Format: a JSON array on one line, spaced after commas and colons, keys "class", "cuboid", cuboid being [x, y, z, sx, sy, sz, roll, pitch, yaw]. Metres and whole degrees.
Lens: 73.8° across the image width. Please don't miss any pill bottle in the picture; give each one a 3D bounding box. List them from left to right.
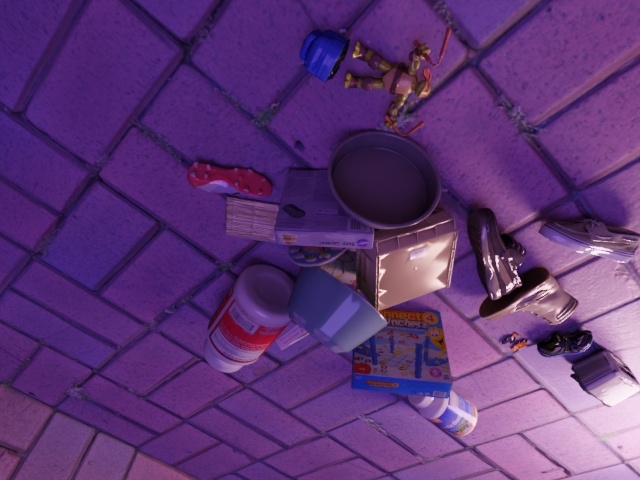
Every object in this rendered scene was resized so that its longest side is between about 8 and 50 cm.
[{"class": "pill bottle", "cuboid": [-0.258, 0.289, 1.495, 0.229, 0.228, 0.407, 28, 126, -14]}, {"class": "pill bottle", "cuboid": [0.494, 0.675, 1.743, 0.272, 0.152, 0.152, 34, 124, -18]}]

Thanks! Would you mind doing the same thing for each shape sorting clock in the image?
[{"class": "shape sorting clock", "cuboid": [0.000, 0.000, 1.230, 0.207, 0.206, 0.040, -10, 128, 14]}]

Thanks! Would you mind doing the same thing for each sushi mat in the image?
[{"class": "sushi mat", "cuboid": [-0.148, -0.053, 1.353, 0.317, 0.019, 0.151, 9, 129, 0]}]

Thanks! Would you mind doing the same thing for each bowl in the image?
[{"class": "bowl", "cuboid": [0.026, 0.217, 1.260, 0.312, 0.312, 0.163, 41, 79, -22]}]

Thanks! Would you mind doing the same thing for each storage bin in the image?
[{"class": "storage bin", "cuboid": [0.247, 0.050, 1.250, 0.263, 0.123, 0.260, -16, 128, -15]}]

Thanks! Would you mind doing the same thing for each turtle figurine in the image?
[{"class": "turtle figurine", "cuboid": [0.177, -0.395, 1.009, 0.218, 0.087, 0.269, 20, 136, 1]}]

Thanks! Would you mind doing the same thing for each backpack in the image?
[{"class": "backpack", "cuboid": [0.004, -0.426, 0.985, 0.101, 0.120, 0.097, 21, 127, -9]}]

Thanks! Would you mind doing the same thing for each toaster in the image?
[{"class": "toaster", "cuboid": [1.040, 0.499, 1.559, 0.227, 0.129, 0.146, 34, 120, -15]}]

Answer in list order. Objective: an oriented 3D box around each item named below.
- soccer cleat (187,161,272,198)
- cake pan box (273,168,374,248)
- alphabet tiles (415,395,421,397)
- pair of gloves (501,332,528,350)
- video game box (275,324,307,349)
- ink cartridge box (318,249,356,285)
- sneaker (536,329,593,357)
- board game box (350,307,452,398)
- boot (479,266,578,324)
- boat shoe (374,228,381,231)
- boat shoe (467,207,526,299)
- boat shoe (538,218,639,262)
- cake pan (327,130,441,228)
[{"class": "soccer cleat", "cuboid": [-0.265, -0.167, 1.255, 0.249, 0.082, 0.095, 11, 157, -7]}, {"class": "cake pan box", "cuboid": [0.024, -0.093, 1.158, 0.267, 0.245, 0.070, 2, 141, 4]}, {"class": "alphabet tiles", "cuboid": [0.313, 0.485, 1.620, 0.284, 0.021, 0.277, 20, 134, 29]}, {"class": "pair of gloves", "cuboid": [0.719, 0.377, 1.576, 0.083, 0.010, 0.074, 31, 125, -15]}, {"class": "video game box", "cuboid": [-0.032, 0.294, 1.498, 0.187, 0.205, 0.048, -38, 77, 31]}, {"class": "ink cartridge box", "cuboid": [0.057, 0.080, 1.377, 0.199, 0.067, 0.115, 13, 148, -2]}, {"class": "sneaker", "cuboid": [0.865, 0.364, 1.512, 0.188, 0.067, 0.078, -27, 126, 28]}, {"class": "board game box", "cuboid": [0.264, 0.364, 1.441, 0.309, 0.301, 0.086, 5, 127, 3]}, {"class": "boot", "cuboid": [0.687, 0.221, 1.413, 0.204, 0.095, 0.262, 36, 119, -21]}, {"class": "boat shoe", "cuboid": [0.174, -0.036, 1.291, 0.073, 0.073, 0.206, -2, 138, 24]}, {"class": "boat shoe", "cuboid": [0.533, 0.031, 1.279, 0.131, 0.132, 0.355, -20, 131, 10]}, {"class": "boat shoe", "cuboid": [0.774, -0.017, 1.227, 0.303, 0.109, 0.094, 12, 113, -13]}, {"class": "cake pan", "cuboid": [0.159, -0.151, 1.094, 0.294, 0.292, 0.054, 12, 153, -2]}]
